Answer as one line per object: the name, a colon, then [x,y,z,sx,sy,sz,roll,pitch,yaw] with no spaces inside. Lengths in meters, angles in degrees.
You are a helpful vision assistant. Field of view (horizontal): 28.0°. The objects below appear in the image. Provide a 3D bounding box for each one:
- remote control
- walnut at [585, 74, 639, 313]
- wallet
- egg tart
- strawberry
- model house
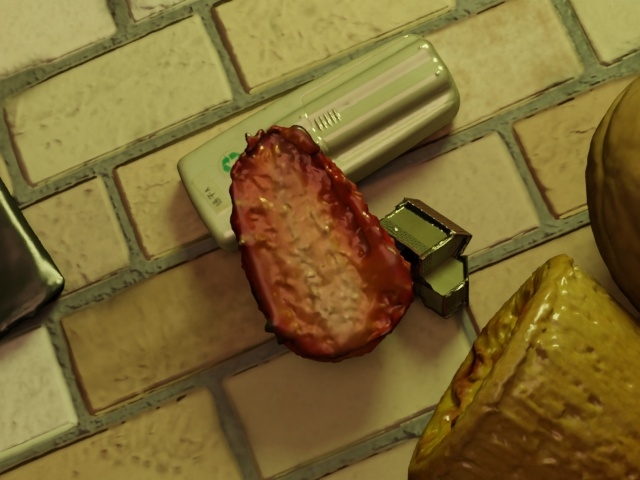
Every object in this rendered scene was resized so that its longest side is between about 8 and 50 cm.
remote control: [-0.001,-0.083,1.026,0.230,0.049,0.090,-31,73,0]
walnut: [0.295,-0.030,0.899,0.228,0.228,0.228,-2,77,7]
wallet: [-0.337,-0.030,1.066,0.146,0.030,0.285,-34,76,-5]
egg tart: [0.166,0.128,0.892,0.147,0.202,0.202,35,83,2]
strawberry: [0.000,0.000,0.975,0.121,0.082,0.188,-19,93,8]
model house: [0.087,0.010,0.996,0.058,0.057,0.083,-36,53,-29]
